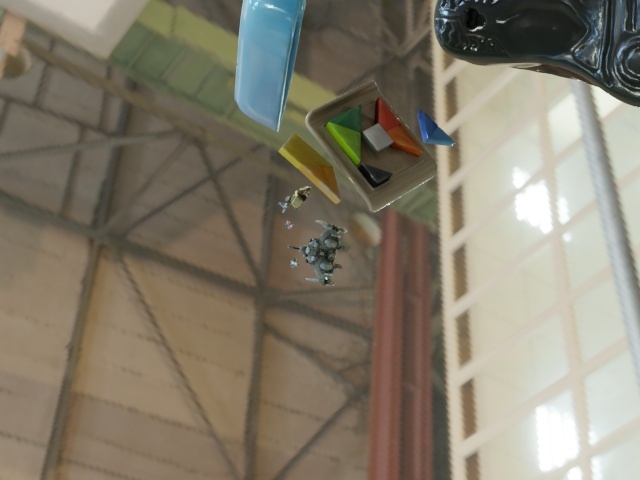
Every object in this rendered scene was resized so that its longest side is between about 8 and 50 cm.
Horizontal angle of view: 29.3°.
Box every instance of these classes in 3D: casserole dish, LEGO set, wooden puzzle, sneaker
[{"bbox_3d":[-0.029,-0.147,0.797,0.037,0.188,0.114,12,-111,-3],"label":"casserole dish"},{"bbox_3d":[-0.002,0.001,0.916,0.054,0.023,0.083,-52,-57,-19],"label":"LEGO set"},{"bbox_3d":[0.033,-0.059,0.752,0.078,0.014,0.116,50,-130,1],"label":"wooden puzzle"},{"bbox_3d":[0.207,-0.148,0.867,0.227,0.087,0.130,16,-160,37],"label":"sneaker"}]
